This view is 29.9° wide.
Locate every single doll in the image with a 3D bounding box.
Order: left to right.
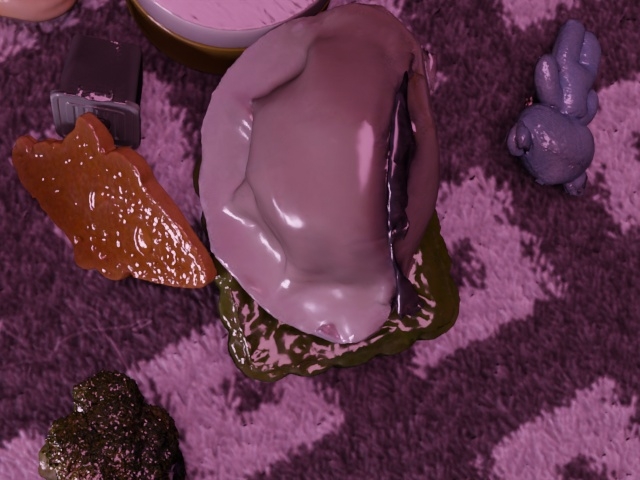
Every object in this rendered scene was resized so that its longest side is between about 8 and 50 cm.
[{"bbox_3d":[0.235,-0.137,1.211,0.120,0.075,0.179,29,59,-32],"label":"doll"}]

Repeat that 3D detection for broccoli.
[{"bbox_3d":[-0.192,0.202,1.109,0.138,0.146,0.162,0,101,25],"label":"broccoli"}]

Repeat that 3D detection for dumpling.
[{"bbox_3d":[0.002,-0.056,1.010,0.205,0.163,0.293,7,97,-9],"label":"dumpling"}]

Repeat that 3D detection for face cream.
[{"bbox_3d":[-0.085,-0.279,1.129,0.218,0.179,0.218,1,85,-6],"label":"face cream"}]

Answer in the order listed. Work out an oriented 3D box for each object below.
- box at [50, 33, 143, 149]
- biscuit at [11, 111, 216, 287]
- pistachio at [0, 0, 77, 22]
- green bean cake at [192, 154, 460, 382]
[{"bbox_3d":[-0.208,-0.141,1.140,0.084,0.122,0.069,9,73,-7],"label":"box"},{"bbox_3d":[-0.193,-0.029,1.121,0.250,0.162,0.035,34,43,22],"label":"biscuit"},{"bbox_3d":[-0.310,-0.291,1.136,0.200,0.117,0.145,39,68,-2],"label":"pistachio"},{"bbox_3d":[0.000,0.000,1.142,0.222,0.125,0.248,-15,86,-7],"label":"green bean cake"}]
